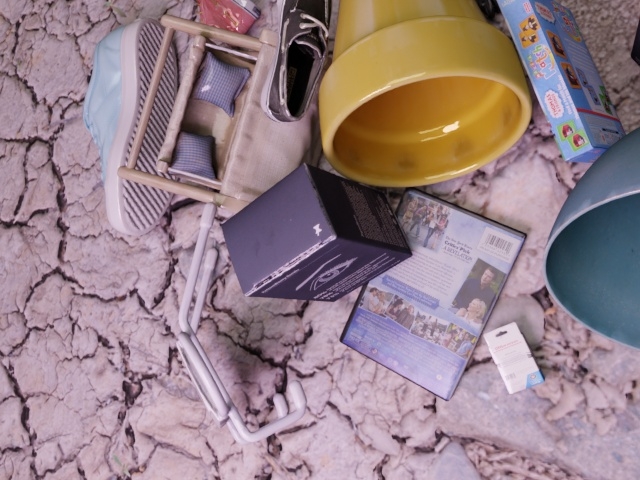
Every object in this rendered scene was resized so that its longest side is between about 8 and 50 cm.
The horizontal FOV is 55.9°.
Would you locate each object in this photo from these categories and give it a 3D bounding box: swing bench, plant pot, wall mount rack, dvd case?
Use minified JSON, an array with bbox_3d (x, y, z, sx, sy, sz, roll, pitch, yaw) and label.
[{"bbox_3d":[-0.127,-0.174,0.906,0.254,0.165,0.253,16,92,24],"label":"swing bench"},{"bbox_3d":[0.402,-0.028,0.638,0.290,0.290,0.195,9,55,23],"label":"plant pot"},{"bbox_3d":[0.116,-0.230,0.775,0.254,0.254,0.239,-16,66,21],"label":"plant pot"},{"bbox_3d":[-0.139,0.133,0.854,0.130,0.350,0.304,-26,78,-18],"label":"wall mount rack"},{"bbox_3d":[0.152,0.070,0.849,0.180,0.022,0.253,26,97,23],"label":"dvd case"}]

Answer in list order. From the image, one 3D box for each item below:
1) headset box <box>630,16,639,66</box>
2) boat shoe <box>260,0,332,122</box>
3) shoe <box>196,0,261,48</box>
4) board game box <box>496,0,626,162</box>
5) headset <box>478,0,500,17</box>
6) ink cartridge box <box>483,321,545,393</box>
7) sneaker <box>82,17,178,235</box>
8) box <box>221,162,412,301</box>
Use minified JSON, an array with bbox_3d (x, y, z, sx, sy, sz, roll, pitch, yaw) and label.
[{"bbox_3d":[0.465,-0.270,0.596,0.246,0.283,0.131,-40,72,15],"label":"headset box"},{"bbox_3d":[-0.018,-0.261,0.791,0.070,0.077,0.219,20,99,59],"label":"boat shoe"},{"bbox_3d":[-0.186,-0.391,0.999,0.178,0.063,0.081,38,98,17],"label":"shoe"},{"bbox_3d":[0.299,-0.196,0.729,0.039,0.160,0.211,-27,76,41],"label":"board game box"},{"bbox_3d":[0.328,-0.476,0.757,0.394,0.185,0.243,-46,55,3],"label":"headset"},{"bbox_3d":[0.255,0.153,0.795,0.048,0.028,0.083,-26,77,19],"label":"ink cartridge box"},{"bbox_3d":[-0.331,-0.184,1.023,0.150,0.135,0.366,-5,76,30],"label":"sneaker"},{"bbox_3d":[0.000,0.000,0.803,0.153,0.207,0.108,-33,65,25],"label":"box"}]
